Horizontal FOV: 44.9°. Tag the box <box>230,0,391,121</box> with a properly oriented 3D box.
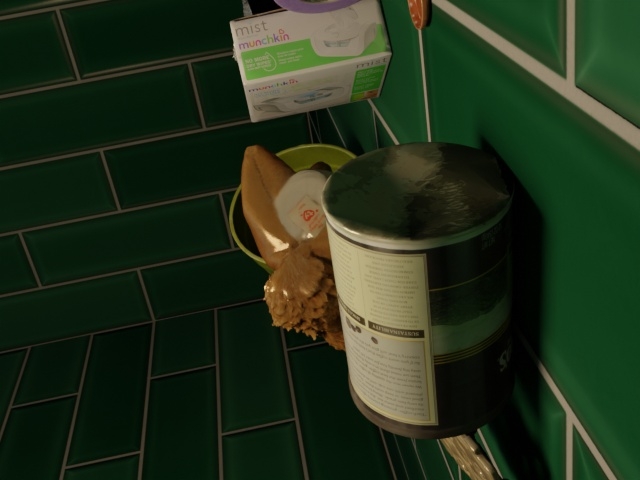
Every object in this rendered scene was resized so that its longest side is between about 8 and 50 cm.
[{"bbox_3d":[-0.019,-0.331,1.415,0.231,0.262,0.126,108,150,-82],"label":"box"}]

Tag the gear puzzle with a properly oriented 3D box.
[{"bbox_3d":[0.207,0.273,0.964,0.175,0.044,0.339,63,172,-34],"label":"gear puzzle"}]

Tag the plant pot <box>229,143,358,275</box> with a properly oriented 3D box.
[{"bbox_3d":[0.000,0.000,2.014,0.353,0.367,0.366,62,-169,-52],"label":"plant pot"}]

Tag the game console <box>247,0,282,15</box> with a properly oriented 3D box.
[{"bbox_3d":[-0.057,-0.534,1.398,0.044,0.213,0.361,-99,-9,-46],"label":"game console"}]

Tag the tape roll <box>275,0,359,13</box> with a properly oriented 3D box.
[{"bbox_3d":[0.007,-0.436,1.199,0.189,0.189,0.080,92,165,-78],"label":"tape roll"}]

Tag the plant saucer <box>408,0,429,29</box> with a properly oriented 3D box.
[{"bbox_3d":[0.129,-0.321,1.019,0.083,0.013,0.083,169,90,-87],"label":"plant saucer"}]

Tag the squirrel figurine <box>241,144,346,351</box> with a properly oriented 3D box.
[{"bbox_3d":[0.021,0.032,1.571,0.370,0.281,0.396,45,-133,-69],"label":"squirrel figurine"}]

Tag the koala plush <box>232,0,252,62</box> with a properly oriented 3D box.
[{"bbox_3d":[-0.125,-0.535,1.855,0.203,0.196,0.221,36,143,12],"label":"koala plush"}]

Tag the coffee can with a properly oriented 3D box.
[{"bbox_3d":[0.116,0.056,0.876,0.201,0.202,0.275,-106,5,-56],"label":"coffee can"}]
